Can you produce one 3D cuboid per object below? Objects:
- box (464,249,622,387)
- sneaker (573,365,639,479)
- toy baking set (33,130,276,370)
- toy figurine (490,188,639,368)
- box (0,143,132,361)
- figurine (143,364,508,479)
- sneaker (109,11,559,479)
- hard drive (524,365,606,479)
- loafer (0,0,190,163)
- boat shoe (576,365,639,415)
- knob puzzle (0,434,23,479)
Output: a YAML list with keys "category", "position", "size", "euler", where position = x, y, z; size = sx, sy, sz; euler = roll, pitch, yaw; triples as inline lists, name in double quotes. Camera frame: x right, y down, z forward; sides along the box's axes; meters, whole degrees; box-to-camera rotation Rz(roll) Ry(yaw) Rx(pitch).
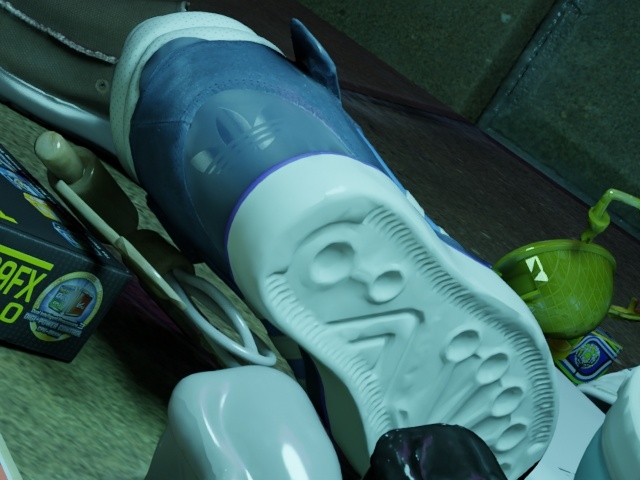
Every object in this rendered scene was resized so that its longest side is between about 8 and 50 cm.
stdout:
- category: "box"
  position: [0.176, 0.070, 1.706]
  size: [0.169, 0.054, 0.059]
  euler: [27, 12, -27]
- category: "sneaker"
  position: [0.210, 0.234, 0.905]
  size: [0.135, 0.150, 0.366]
  euler: [3, 47, -20]
- category: "toy baking set"
  position: [-0.076, 0.020, 1.046]
  size: [0.197, 0.030, 0.256]
  euler: [43, -7, 26]
- category: "toy figurine"
  position: [0.323, 0.108, 1.617]
  size: [0.362, 0.191, 0.217]
  euler: [9, 58, -41]
- category: "box"
  position: [-0.248, -0.057, 0.999]
  size: [0.270, 0.060, 0.216]
  euler: [41, 9, 37]
- category: "figurine"
  position: [0.041, 0.161, 0.859]
  size: [0.215, 0.092, 0.209]
  euler: [21, 20, -43]
- category: "sneaker"
  position: [-0.001, 0.000, 1.104]
  size: [0.236, 0.130, 0.323]
  euler: [51, 0, 43]
- category: "hard drive"
  position: [0.163, 0.153, 1.323]
  size: [0.233, 0.047, 0.353]
  euler: [24, 15, -39]
- category: "loafer"
  position: [-0.142, -0.132, 1.475]
  size: [0.366, 0.130, 0.134]
  euler: [32, 11, -3]
- category: "boat shoe"
  position: [0.270, 0.181, 1.443]
  size: [0.084, 0.095, 0.258]
  euler: [-7, 26, -27]
- category: "knob puzzle"
  position: [-0.184, 0.065, 0.764]
  size: [0.213, 0.030, 0.213]
  euler: [32, 10, -7]
